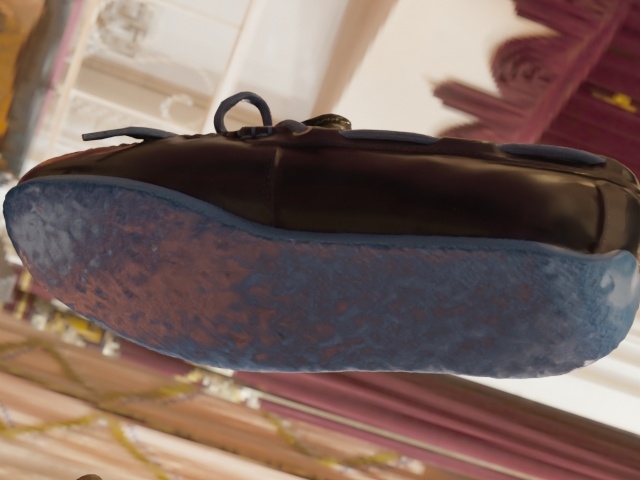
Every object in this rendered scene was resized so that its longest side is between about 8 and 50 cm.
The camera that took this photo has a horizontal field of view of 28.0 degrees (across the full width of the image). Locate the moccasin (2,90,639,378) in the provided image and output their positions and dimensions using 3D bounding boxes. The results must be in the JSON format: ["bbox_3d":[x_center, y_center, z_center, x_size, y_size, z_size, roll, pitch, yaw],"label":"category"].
[{"bbox_3d":[0.000,0.000,0.674,0.117,0.342,0.137,-58,150,-44],"label":"moccasin"}]

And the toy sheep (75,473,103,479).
[{"bbox_3d":[-0.030,0.119,0.362,0.091,0.132,0.091,-28,-173,4],"label":"toy sheep"}]
